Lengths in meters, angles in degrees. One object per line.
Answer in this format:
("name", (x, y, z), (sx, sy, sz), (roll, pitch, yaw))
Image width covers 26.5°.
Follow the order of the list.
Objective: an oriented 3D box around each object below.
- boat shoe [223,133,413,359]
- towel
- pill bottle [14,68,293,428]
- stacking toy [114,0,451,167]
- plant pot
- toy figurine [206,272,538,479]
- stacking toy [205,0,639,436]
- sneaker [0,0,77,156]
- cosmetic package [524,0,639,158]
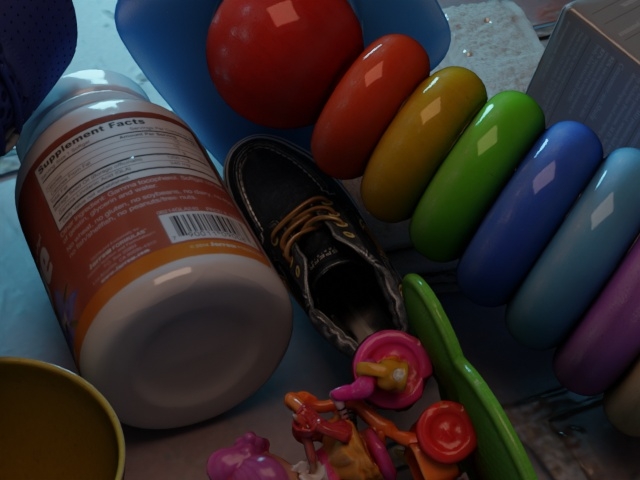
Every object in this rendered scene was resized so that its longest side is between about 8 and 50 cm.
("boat shoe", (0.000, 0.000, 0.774), (0.065, 0.083, 0.183), (-39, 71, 1))
("towel", (0.082, -0.074, 0.925), (0.187, 0.049, 0.282), (-8, 43, -10))
("pill bottle", (-0.108, -0.004, 0.793), (0.121, 0.121, 0.216), (-16, 45, -17))
("stacking toy", (-0.040, -0.189, 0.944), (0.175, 0.166, 0.302), (-34, 26, 8))
("plant pot", (-0.158, 0.137, 0.657), (0.134, 0.095, 0.134), (1, 42, -1))
("toy figurine", (0.009, 0.122, 0.654), (0.159, 0.130, 0.173), (-22, 79, -8))
("stacking toy", (0.077, -0.035, 0.749), (0.330, 0.141, 0.141), (33, 49, 7))
("sneaker", (-0.211, -0.019, 0.696), (0.182, 0.127, 0.315), (20, 52, 31))
("cosmetic package", (0.253, -0.057, 0.830), (0.238, 0.107, 0.127), (41, 49, 23))
